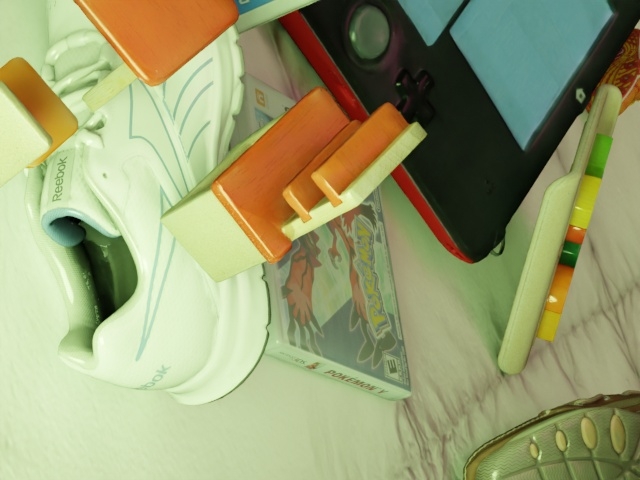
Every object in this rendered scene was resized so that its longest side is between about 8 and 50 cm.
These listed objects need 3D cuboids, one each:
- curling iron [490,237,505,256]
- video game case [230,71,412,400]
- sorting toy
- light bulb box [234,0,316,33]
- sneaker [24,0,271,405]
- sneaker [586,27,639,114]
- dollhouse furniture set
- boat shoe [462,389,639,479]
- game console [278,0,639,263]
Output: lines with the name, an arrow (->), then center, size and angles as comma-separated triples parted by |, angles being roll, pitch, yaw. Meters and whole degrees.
curling iron -> 0.080, -0.099, 1.605 | 0.274, 0.035, 0.068 | 59, 24, -24
video game case -> 0.000, 0.000, 1.397 | 0.183, 0.023, 0.201 | 26, 51, -55
sorting toy -> 0.208, -0.009, 1.669 | 0.208, 0.038, 0.193 | -54, 160, -57
light bulb box -> -0.019, -0.360, 1.219 | 0.358, 0.361, 0.225 | 54, 29, -30
sneaker -> -0.111, -0.054, 1.135 | 0.129, 0.111, 0.297 | 6, 66, -55
sneaker -> 0.315, -0.162, 2.068 | 0.175, 0.064, 0.067 | -57, 133, -55
dollhouse furniture set -> -0.078, -0.115, 1.046 | 0.259, 0.135, 0.262 | 50, 52, -8
boat shoe -> 0.220, 0.183, 1.603 | 0.324, 0.116, 0.123 | -2, 92, -44
game console -> 0.127, -0.227, 1.578 | 0.342, 0.060, 0.386 | 52, 57, -26
